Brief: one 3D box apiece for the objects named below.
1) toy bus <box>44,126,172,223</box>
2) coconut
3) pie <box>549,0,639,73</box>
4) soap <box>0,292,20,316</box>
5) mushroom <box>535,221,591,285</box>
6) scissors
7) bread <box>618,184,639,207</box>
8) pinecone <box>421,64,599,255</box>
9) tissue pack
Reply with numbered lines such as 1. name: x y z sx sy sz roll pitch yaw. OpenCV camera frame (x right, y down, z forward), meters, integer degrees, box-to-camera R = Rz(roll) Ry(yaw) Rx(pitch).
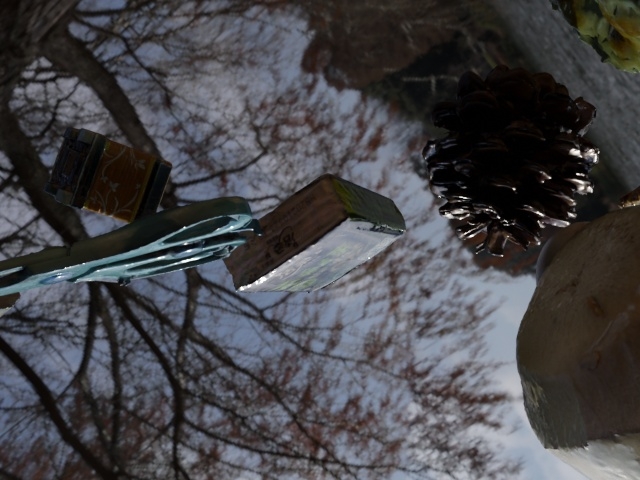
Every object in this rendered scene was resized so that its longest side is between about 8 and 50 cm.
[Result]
1. toy bus: -0.384 -0.115 1.314 0.167 0.138 0.275 19 179 -31
2. coconut: 0.298 0.105 0.579 0.266 0.237 0.237 29 -153 -13
3. pie: 0.286 -0.289 0.568 0.418 0.180 0.395 57 163 -23
4. soap: -0.513 0.024 0.850 0.159 0.302 0.257 -20 -96 -52
5. mushroom: 0.487 0.076 1.106 0.292 0.290 0.292 49 -159 -27
6. scissors: -0.231 0.023 0.654 0.393 0.180 0.032 -14 -103 -28
7. bread: 0.742 -0.130 1.430 0.114 0.275 0.185 56 176 5
8. pinecone: 0.230 -0.088 0.896 0.221 0.221 0.221 44 -157 -23
9. tissue pack: 0.000 0.000 0.939 0.073 0.173 0.235 61 -161 16
